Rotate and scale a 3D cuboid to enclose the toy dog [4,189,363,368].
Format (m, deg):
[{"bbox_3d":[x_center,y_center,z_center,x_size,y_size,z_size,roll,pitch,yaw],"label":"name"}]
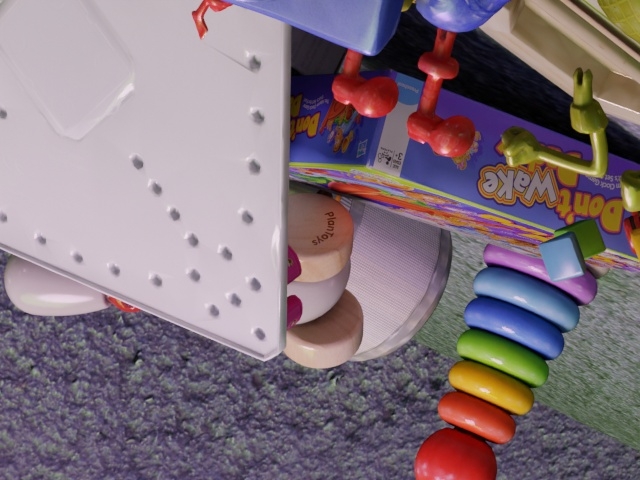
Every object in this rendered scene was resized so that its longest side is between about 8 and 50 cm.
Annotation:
[{"bbox_3d":[-0.107,0.002,1.330,0.333,0.161,0.220,17,133,-11],"label":"toy dog"}]

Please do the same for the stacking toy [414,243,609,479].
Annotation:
[{"bbox_3d":[0.194,0.135,1.566,0.141,0.330,0.141,24,171,4],"label":"stacking toy"}]

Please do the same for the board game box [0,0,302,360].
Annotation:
[{"bbox_3d":[-0.173,-0.144,1.038,0.390,0.050,0.390,20,125,28],"label":"board game box"}]

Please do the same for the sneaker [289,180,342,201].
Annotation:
[{"bbox_3d":[-0.151,-0.035,1.430,0.321,0.180,0.124,22,-155,-9],"label":"sneaker"}]

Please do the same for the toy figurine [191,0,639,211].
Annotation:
[{"bbox_3d":[0.032,-0.110,0.672,0.362,0.191,0.217,26,-152,20],"label":"toy figurine"}]

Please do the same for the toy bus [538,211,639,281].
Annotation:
[{"bbox_3d":[0.285,0.010,1.041,0.191,0.202,0.104,-15,96,62],"label":"toy bus"}]

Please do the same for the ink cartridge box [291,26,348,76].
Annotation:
[{"bbox_3d":[-0.173,-0.231,1.282,0.307,0.072,0.303,28,171,-32],"label":"ink cartridge box"}]

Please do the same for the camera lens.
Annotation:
[{"bbox_3d":[0.000,0.000,1.664,0.274,0.219,0.219,30,170,-33],"label":"camera lens"}]

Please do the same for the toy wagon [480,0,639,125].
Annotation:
[{"bbox_3d":[0.241,-0.114,0.825,0.267,0.068,0.344,30,169,-30],"label":"toy wagon"}]

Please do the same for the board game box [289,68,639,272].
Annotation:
[{"bbox_3d":[0.131,-0.055,1.234,0.347,0.078,0.233,17,176,-29],"label":"board game box"}]
